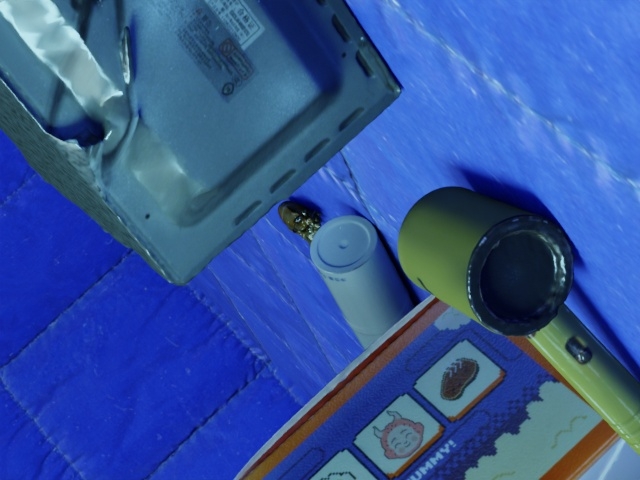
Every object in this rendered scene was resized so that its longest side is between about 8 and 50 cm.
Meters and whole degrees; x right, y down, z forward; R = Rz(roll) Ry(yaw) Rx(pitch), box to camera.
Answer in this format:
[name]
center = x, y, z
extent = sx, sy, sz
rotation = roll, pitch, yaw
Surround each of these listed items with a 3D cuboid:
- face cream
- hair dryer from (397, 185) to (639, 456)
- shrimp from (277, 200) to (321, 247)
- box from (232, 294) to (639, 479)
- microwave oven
[face cream]
center = 0.061, 0.069, 1.725
extent = 0.077, 0.077, 0.250
rotation = 41, 167, 36
[hair dryer]
center = 0.180, 0.073, 1.209
extent = 0.279, 0.090, 0.135
rotation = 45, 172, -25
[shrimp]
center = -0.001, 0.001, 1.870
extent = 0.124, 0.034, 0.178
rotation = 46, 173, -10
[box]
center = 0.141, 0.282, 1.500
extent = 0.257, 0.318, 0.348
rotation = 39, 169, 39
[microwave oven]
center = -0.192, -0.223, 1.165
extent = 0.432, 0.236, 0.374
rotation = 52, 169, -31
